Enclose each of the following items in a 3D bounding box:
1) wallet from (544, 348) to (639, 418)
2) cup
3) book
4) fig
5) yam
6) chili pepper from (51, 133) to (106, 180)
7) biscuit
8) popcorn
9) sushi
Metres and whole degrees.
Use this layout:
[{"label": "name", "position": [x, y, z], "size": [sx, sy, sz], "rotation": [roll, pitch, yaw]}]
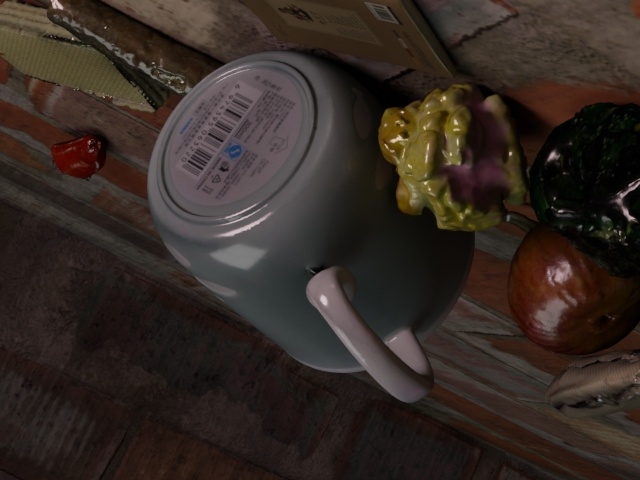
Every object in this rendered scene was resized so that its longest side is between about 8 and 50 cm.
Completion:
[{"label": "wallet", "position": [0.386, 0.124, 1.330], "size": [0.275, 0.068, 0.335], "rotation": [-13, 173, -22]}, {"label": "cup", "position": [0.000, 0.000, 1.267], "size": [0.274, 0.259, 0.356], "rotation": [42, -164, -47]}, {"label": "book", "position": [0.012, -0.195, 1.116], "size": [0.199, 0.016, 0.138], "rotation": [18, 167, 32]}, {"label": "fig", "position": [0.264, 0.038, 1.337], "size": [0.148, 0.149, 0.202], "rotation": [-13, -167, 4]}, {"label": "yam", "position": [-0.173, -0.197, 1.414], "size": [0.274, 0.061, 0.061], "rotation": [27, 169, -5]}, {"label": "chili pepper", "position": [-0.388, -0.149, 2.124], "size": [0.088, 0.065, 0.169], "rotation": [12, 169, -20]}, {"label": "biscuit", "position": [-0.311, -0.232, 1.569], "size": [0.252, 0.052, 0.150], "rotation": [16, 162, 33]}, {"label": "popcorn", "position": [0.124, -0.073, 1.168], "size": [0.126, 0.125, 0.145], "rotation": [5, 170, 37]}, {"label": "sushi", "position": [0.257, -0.041, 1.015], "size": [0.127, 0.124, 0.225], "rotation": [31, 174, -24]}]
